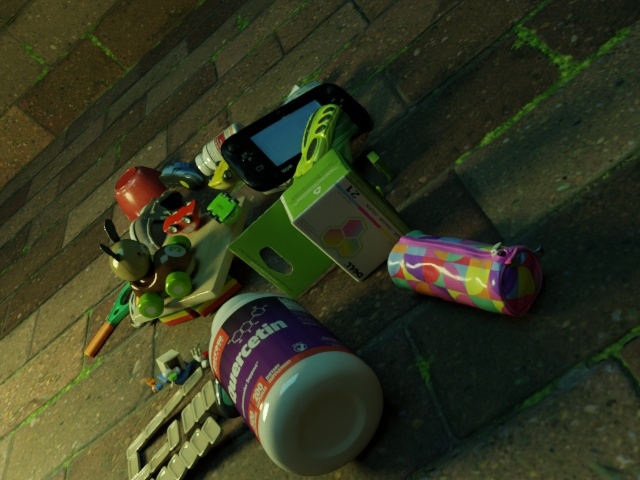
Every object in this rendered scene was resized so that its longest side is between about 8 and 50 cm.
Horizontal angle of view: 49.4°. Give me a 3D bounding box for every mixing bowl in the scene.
[{"bbox_3d":[-0.547,-0.155,2.079,0.181,0.098,0.181,-31,36,25],"label":"mixing bowl"}]

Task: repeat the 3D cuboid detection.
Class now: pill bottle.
[{"bbox_3d":[-0.057,0.194,1.049,0.181,0.181,0.323,-50,32,-5],"label":"pill bottle"},{"bbox_3d":[-0.254,-0.237,1.841,0.152,0.086,0.086,-33,35,21],"label":"pill bottle"}]

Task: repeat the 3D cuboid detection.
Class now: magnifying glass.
[{"bbox_3d":[-0.507,0.188,1.730,0.092,0.026,0.231,9,60,52],"label":"magnifying glass"}]

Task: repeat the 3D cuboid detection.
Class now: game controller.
[{"bbox_3d":[-0.051,-0.223,1.490,0.319,0.067,0.166,-34,54,-18],"label":"game controller"}]

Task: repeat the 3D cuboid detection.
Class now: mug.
[{"bbox_3d":[-0.057,-0.350,1.763,0.064,0.062,0.078,-50,25,9],"label":"mug"}]

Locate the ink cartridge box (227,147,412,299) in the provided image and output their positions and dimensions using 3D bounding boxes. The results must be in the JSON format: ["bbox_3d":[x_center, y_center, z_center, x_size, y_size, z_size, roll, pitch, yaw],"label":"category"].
[{"bbox_3d":[0.000,0.000,1.193,0.255,0.189,0.097,-42,34,10],"label":"ink cartridge box"}]

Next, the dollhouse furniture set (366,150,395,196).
[{"bbox_3d":[0.069,-0.095,1.335,0.152,0.058,0.076,-42,32,7],"label":"dollhouse furniture set"}]

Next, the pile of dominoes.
[{"bbox_3d":[-0.253,0.366,1.247,0.251,0.040,0.196,-49,32,12],"label":"pile of dominoes"}]

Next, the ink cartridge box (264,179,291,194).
[{"bbox_3d":[-0.073,-0.174,1.583,0.151,0.063,0.109,-10,47,44],"label":"ink cartridge box"}]

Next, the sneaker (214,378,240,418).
[{"bbox_3d":[-0.153,0.232,1.242,0.098,0.083,0.223,-52,21,38],"label":"sneaker"}]

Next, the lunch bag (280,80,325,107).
[{"bbox_3d":[-0.028,-0.305,1.645,0.151,0.096,0.129,-56,32,3],"label":"lunch bag"}]

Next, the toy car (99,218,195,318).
[{"bbox_3d":[-0.363,0.034,1.403,0.149,0.188,0.155,-36,34,16],"label":"toy car"}]

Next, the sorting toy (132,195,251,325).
[{"bbox_3d":[-0.256,0.059,1.515,0.256,0.089,0.257,-20,40,35],"label":"sorting toy"}]

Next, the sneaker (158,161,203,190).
[{"bbox_3d":[-0.380,-0.191,1.954,0.209,0.069,0.082,10,59,53],"label":"sneaker"}]

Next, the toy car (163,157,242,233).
[{"bbox_3d":[-0.220,-0.075,1.488,0.239,0.053,0.225,-49,33,-4],"label":"toy car"}]

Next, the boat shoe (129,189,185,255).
[{"bbox_3d":[-0.396,-0.041,1.748,0.097,0.116,0.324,-39,20,9],"label":"boat shoe"}]

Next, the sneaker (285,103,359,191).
[{"bbox_3d":[0.011,-0.124,1.386,0.109,0.124,0.295,3,72,59],"label":"sneaker"}]

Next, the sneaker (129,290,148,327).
[{"bbox_3d":[-0.409,0.116,1.644,0.083,0.084,0.214,-50,21,30],"label":"sneaker"}]

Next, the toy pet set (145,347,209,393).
[{"bbox_3d":[-0.274,0.261,1.335,0.122,0.065,0.114,-32,23,-31],"label":"toy pet set"}]

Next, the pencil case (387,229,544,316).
[{"bbox_3d":[0.203,0.039,0.998,0.236,0.104,0.104,7,60,53],"label":"pencil case"}]
